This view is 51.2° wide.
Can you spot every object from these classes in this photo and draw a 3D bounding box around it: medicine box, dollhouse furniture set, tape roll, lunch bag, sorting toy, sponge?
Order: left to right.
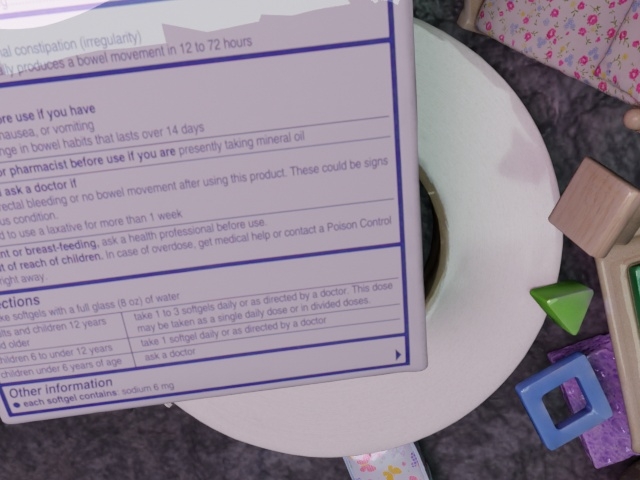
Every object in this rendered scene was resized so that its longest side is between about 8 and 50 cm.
[{"bbox_3d":[-0.082,-0.058,0.409,0.264,0.149,0.289,-7,115,-1],"label":"medicine box"},{"bbox_3d":[0.000,0.000,0.571,0.393,0.072,0.391,1,105,4],"label":"tape roll"},{"bbox_3d":[0.065,0.218,0.634,0.071,0.053,0.083,-22,93,7],"label":"lunch bag"},{"bbox_3d":[0.111,-0.221,0.396,0.174,0.303,0.355,4,121,-31],"label":"dollhouse furniture set"},{"bbox_3d":[0.325,0.117,0.599,0.210,0.031,0.117,-24,103,9],"label":"sponge"},{"bbox_3d":[0.324,0.067,0.529,0.348,0.047,0.195,-15,101,-5],"label":"sorting toy"}]

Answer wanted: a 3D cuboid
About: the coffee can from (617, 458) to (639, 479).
[{"bbox_3d":[0.359,0.350,0.570,0.202,0.201,0.275,-5,104,5],"label":"coffee can"}]
